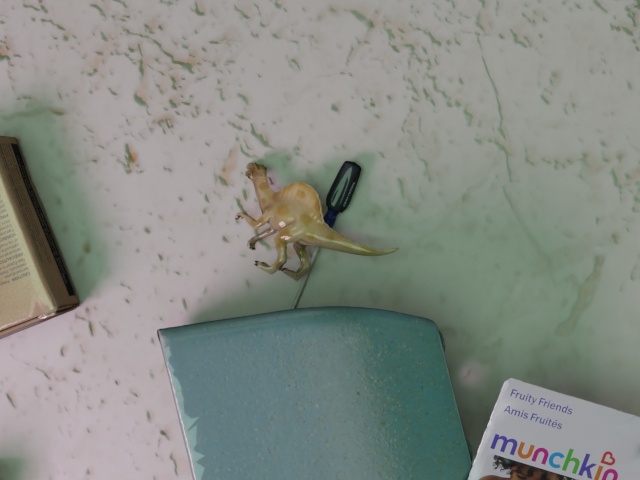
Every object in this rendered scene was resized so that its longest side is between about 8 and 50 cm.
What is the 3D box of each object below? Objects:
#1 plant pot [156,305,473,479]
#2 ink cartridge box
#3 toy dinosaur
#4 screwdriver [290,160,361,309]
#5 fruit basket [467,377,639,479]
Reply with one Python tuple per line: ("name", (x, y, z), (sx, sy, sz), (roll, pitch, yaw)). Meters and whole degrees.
("plant pot", (-0.002, 0.172, 1.481), (0.252, 0.247, 0.247), (-14, 88, -6))
("ink cartridge box", (-0.390, 0.023, 1.615), (0.235, 0.088, 0.193), (-21, 89, 9))
("toy dinosaur", (-0.022, -0.008, 1.556), (0.183, 0.053, 0.092), (34, 105, 20))
("screwdriver", (0.000, 0.000, 1.582), (0.024, 0.025, 0.170), (24, 94, 9))
("fruit basket", (0.262, 0.333, 1.433), (0.327, 0.165, 0.353), (18, 106, -5))
